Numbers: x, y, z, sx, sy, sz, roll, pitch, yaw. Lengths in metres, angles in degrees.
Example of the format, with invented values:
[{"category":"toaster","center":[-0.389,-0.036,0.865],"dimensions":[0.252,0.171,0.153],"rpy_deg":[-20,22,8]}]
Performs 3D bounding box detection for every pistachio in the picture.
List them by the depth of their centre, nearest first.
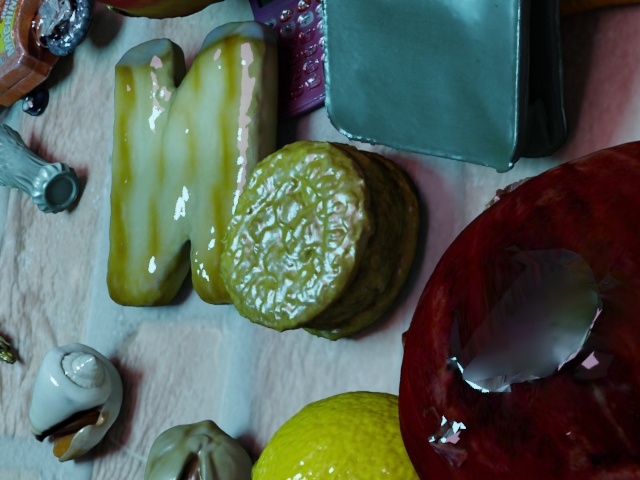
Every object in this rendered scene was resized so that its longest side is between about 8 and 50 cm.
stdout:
[{"category":"pistachio","center":[-0.119,0.247,1.380],"dimensions":[0.113,0.113,0.149],"rpy_deg":[15,95,46]}]

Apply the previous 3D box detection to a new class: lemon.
[{"category":"lemon","center":[0.044,0.215,1.169],"dimensions":[0.257,0.188,0.188],"rpy_deg":[4,79,37]}]

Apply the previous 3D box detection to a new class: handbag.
[{"category":"handbag","center":[0.100,-0.201,1.251],"dimensions":[0.247,0.079,0.260],"rpy_deg":[17,118,47]}]

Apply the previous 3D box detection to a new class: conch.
[{"category":"conch","center":[-0.273,0.180,1.557],"dimensions":[0.104,0.094,0.176],"rpy_deg":[42,117,2]}]

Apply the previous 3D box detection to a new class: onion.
[{"category":"onion","center":[0.206,0.092,0.977],"dimensions":[0.341,0.341,0.341],"rpy_deg":[-16,66,40]}]

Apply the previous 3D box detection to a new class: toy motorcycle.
[{"category":"toy motorcycle","center":[-0.370,-0.249,1.792],"dimensions":[0.298,0.089,0.171],"rpy_deg":[-26,59,37]}]

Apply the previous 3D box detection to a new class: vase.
[{"category":"vase","center":[-0.348,-0.080,1.729],"dimensions":[0.149,0.081,0.081],"rpy_deg":[26,95,41]}]

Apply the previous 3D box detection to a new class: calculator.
[{"category":"calculator","center":[-0.019,-0.221,1.483],"dimensions":[0.127,0.034,0.190],"rpy_deg":[-22,68,37]}]

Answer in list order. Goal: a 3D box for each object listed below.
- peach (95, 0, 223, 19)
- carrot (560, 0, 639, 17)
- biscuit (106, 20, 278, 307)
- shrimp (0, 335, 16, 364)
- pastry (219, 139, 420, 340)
[{"category":"peach","center":[-0.132,-0.425,1.451],"dimensions":[0.353,0.339,0.416],"rpy_deg":[41,98,26]},{"category":"carrot","center":[0.213,-0.213,1.237],"dimensions":[0.257,0.061,0.061],"rpy_deg":[4,79,43]},{"category":"biscuit","center":[-0.133,-0.074,1.506],"dimensions":[0.237,0.062,0.290],"rpy_deg":[-6,79,44]},{"category":"shrimp","center":[-0.419,0.143,1.743],"dimensions":[0.162,0.045,0.095],"rpy_deg":[16,89,44]},{"category":"pastry","center":[0.000,0.000,1.340],"dimensions":[0.189,0.103,0.188],"rpy_deg":[-16,66,41]}]
